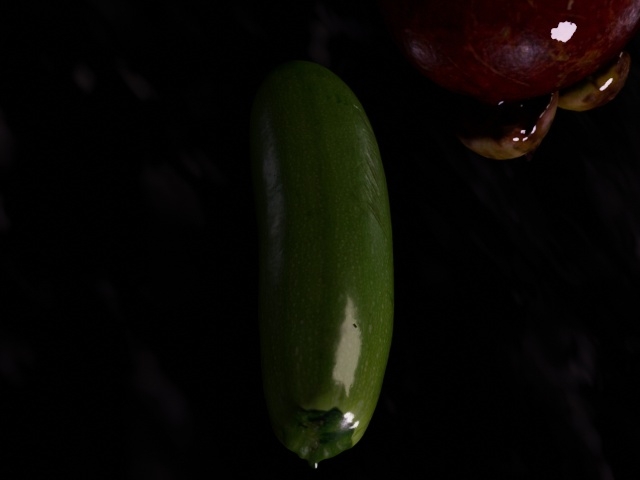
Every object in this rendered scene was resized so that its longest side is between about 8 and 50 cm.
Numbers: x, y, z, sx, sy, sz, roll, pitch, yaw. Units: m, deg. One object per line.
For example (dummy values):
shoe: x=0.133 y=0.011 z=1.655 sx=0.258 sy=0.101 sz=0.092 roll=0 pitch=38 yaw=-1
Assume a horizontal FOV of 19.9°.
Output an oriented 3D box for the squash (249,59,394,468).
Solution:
squash: x=0.002 y=-0.002 z=1.063 sx=0.082 sy=0.082 sz=0.292 roll=35 pitch=35 yaw=-35

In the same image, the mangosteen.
mangosteen: x=0.148 y=-0.175 z=1.379 sx=0.215 sy=0.215 sz=0.257 roll=-58 pitch=147 yaw=-60
